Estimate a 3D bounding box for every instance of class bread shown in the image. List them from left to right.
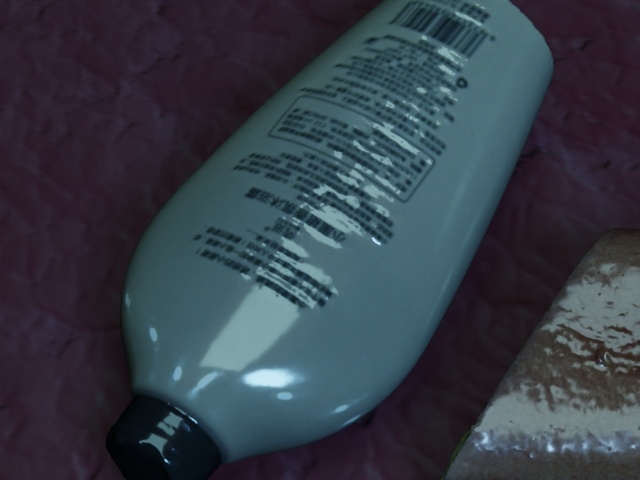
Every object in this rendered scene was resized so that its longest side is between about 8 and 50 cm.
[{"bbox_3d":[0.143,0.056,0.791,0.192,0.067,0.119,1,65,4],"label":"bread"}]

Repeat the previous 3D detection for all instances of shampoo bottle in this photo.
[{"bbox_3d":[0.000,0.000,0.825,0.127,0.078,0.257,30,62,16],"label":"shampoo bottle"}]
